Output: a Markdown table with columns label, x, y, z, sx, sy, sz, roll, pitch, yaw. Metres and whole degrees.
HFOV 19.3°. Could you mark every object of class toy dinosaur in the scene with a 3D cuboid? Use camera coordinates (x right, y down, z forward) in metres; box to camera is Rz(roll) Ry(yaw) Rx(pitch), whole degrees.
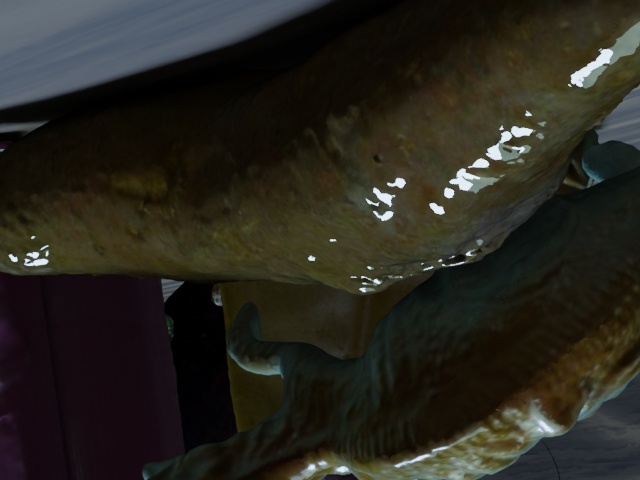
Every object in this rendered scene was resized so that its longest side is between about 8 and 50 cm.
| label | x | y | z | sx | sy | sz | roll | pitch | yaw |
| --- | --- | --- | --- | --- | --- | --- | --- | --- | --- |
| toy dinosaur | 0.097 | -0.003 | 0.712 | 0.393 | 0.092 | 0.205 | -22 | -155 | 22 |

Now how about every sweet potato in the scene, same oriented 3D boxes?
| label | x | y | z | sx | sy | sz | roll | pitch | yaw |
| --- | --- | --- | --- | --- | --- | --- | --- | --- | --- |
| sweet potato | 0.010 | -0.029 | 0.653 | 0.114 | 0.092 | 0.341 | 18 | 158 | -40 |

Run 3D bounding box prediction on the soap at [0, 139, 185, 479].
| label | x | y | z | sx | sy | sz | roll | pitch | yaw |
| --- | --- | --- | --- | --- | --- | --- | --- | --- | --- |
| soap | -0.175 | 0.151 | 0.850 | 0.233 | 0.360 | 0.128 | -12 | 173 | 32 |

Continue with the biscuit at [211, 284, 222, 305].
| label | x | y | z | sx | sy | sz | roll | pitch | yaw |
| --- | --- | --- | --- | --- | --- | --- | --- | --- | --- |
| biscuit | 0.000 | 0.000 | 1.206 | 0.118 | 0.061 | 0.183 | -11 | 177 | 12 |

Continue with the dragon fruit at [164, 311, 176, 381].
| label | x | y | z | sx | sy | sz | roll | pitch | yaw |
| --- | --- | --- | --- | --- | --- | --- | --- | --- | --- |
| dragon fruit | -0.187 | 0.097 | 1.361 | 0.182 | 0.182 | 0.188 | -8 | -177 | -6 |

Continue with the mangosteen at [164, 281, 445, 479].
| label | x | y | z | sx | sy | sz | roll | pitch | yaw |
| --- | --- | --- | --- | --- | --- | --- | --- | --- | --- |
| mangosteen | -0.002 | 0.143 | 1.541 | 0.330 | 0.330 | 0.330 | -9 | 176 | -1 |

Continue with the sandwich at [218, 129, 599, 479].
| label | x | y | z | sx | sy | sz | roll | pitch | yaw |
| --- | --- | --- | --- | --- | --- | --- | --- | --- | --- |
| sandwich | 0.060 | 0.041 | 1.045 | 0.220 | 0.186 | 0.108 | -10 | 178 | 6 |
